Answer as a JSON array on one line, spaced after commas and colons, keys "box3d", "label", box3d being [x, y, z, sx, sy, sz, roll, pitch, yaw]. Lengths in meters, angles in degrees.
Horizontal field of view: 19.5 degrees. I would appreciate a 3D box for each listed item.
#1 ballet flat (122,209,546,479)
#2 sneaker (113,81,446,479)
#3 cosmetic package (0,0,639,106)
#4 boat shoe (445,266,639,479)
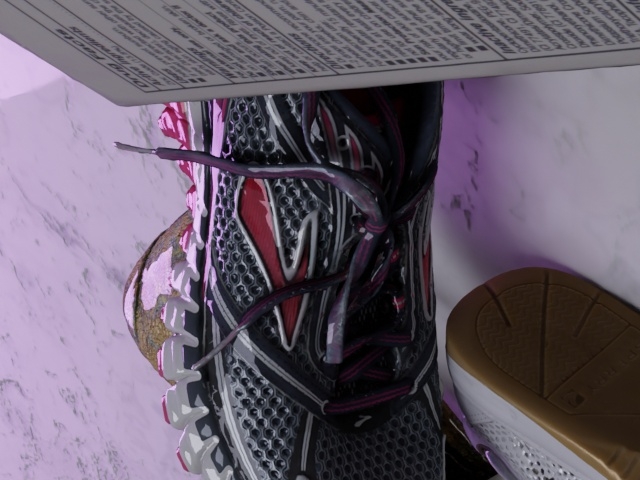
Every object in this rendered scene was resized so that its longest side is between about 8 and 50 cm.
[{"box3d": [0.044, 0.116, 0.894, 0.348, 0.123, 0.123, 48, 149, 5], "label": "ballet flat"}, {"box3d": [0.000, 0.000, 0.748, 0.112, 0.121, 0.299, -5, 98, 51], "label": "sneaker"}, {"box3d": [0.000, -0.136, 0.582, 0.296, 0.129, 0.153, 0, 156, 44], "label": "cosmetic package"}, {"box3d": [0.161, 0.119, 0.755, 0.277, 0.098, 0.096, 41, 150, 34], "label": "boat shoe"}]
